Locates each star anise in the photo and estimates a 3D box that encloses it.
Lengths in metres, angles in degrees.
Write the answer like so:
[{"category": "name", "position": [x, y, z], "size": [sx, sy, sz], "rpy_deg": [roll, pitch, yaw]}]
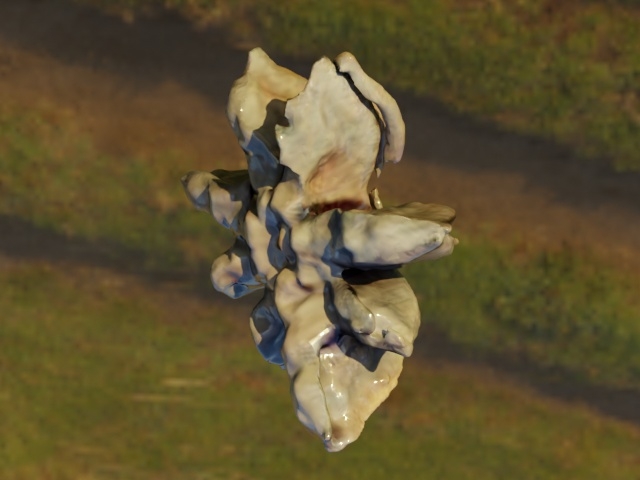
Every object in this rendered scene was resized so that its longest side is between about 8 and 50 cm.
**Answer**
[{"category": "star anise", "position": [0.000, 0.000, 0.986], "size": [0.093, 0.236, 0.229], "rpy_deg": [-3, 174, -35]}]
